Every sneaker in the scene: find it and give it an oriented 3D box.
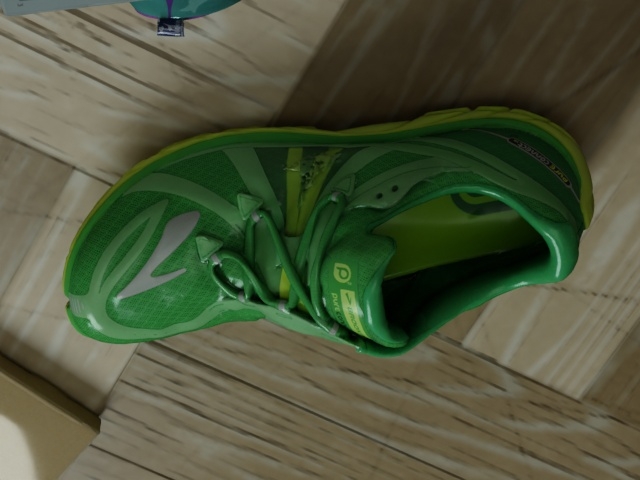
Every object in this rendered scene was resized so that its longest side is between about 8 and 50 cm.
[{"bbox_3d":[0.000,0.000,1.037,0.296,0.123,0.109,-13,120,6],"label":"sneaker"}]

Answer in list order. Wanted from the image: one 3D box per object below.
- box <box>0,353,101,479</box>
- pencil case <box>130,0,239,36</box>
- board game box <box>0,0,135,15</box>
[{"bbox_3d":[-0.259,0.110,1.151,0.201,0.021,0.164,35,113,-20],"label":"box"},{"bbox_3d":[-0.076,-0.183,0.964,0.070,0.064,0.151,-5,119,5],"label":"pencil case"},{"bbox_3d":[-0.003,-0.230,0.840,0.303,0.097,0.224,-6,131,-7],"label":"board game box"}]
